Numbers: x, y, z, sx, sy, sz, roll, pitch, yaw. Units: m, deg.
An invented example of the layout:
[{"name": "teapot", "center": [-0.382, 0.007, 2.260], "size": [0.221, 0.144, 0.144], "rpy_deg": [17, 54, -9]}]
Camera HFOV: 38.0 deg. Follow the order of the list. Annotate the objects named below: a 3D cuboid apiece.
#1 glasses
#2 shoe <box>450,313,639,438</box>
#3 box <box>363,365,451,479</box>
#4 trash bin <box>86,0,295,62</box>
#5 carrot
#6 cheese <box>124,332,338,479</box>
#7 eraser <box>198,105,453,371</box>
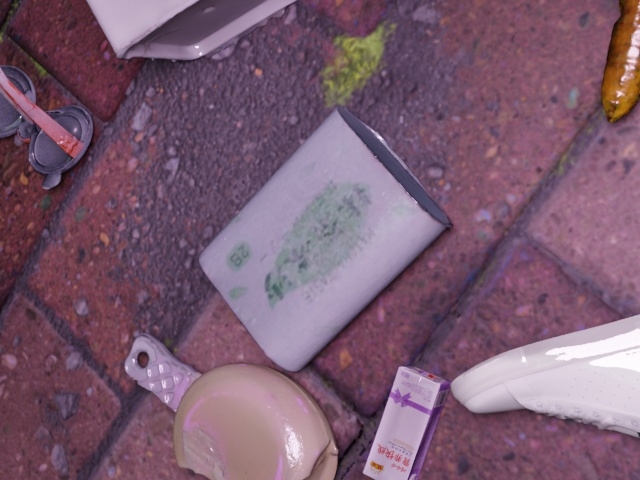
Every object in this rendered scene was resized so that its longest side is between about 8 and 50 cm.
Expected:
[{"name": "glasses", "center": [-0.418, -0.193, 1.109], "size": [0.234, 0.268, 0.118], "rpy_deg": [33, 83, 29]}, {"name": "shoe", "center": [0.246, 0.129, 0.804], "size": [0.265, 0.095, 0.110], "rpy_deg": [-23, 75, 23]}, {"name": "box", "center": [0.085, 0.186, 0.920], "size": [0.050, 0.036, 0.117], "rpy_deg": [23, 98, 28]}, {"name": "trash bin", "center": [-0.175, -0.397, 1.014], "size": [0.256, 0.296, 0.368], "rpy_deg": [-25, 88, 23]}, {"name": "carrot", "center": [0.309, -0.256, 0.821], "size": [0.066, 0.066, 0.314], "rpy_deg": [18, 96, 29]}, {"name": "cheese", "center": [-0.111, 0.192, 1.006], "size": [0.286, 0.082, 0.163], "rpy_deg": [29, 99, 30]}, {"name": "eraser", "center": [0.000, 0.000, 0.959], "size": [0.227, 0.081, 0.174], "rpy_deg": [-45, 67, 17]}]
